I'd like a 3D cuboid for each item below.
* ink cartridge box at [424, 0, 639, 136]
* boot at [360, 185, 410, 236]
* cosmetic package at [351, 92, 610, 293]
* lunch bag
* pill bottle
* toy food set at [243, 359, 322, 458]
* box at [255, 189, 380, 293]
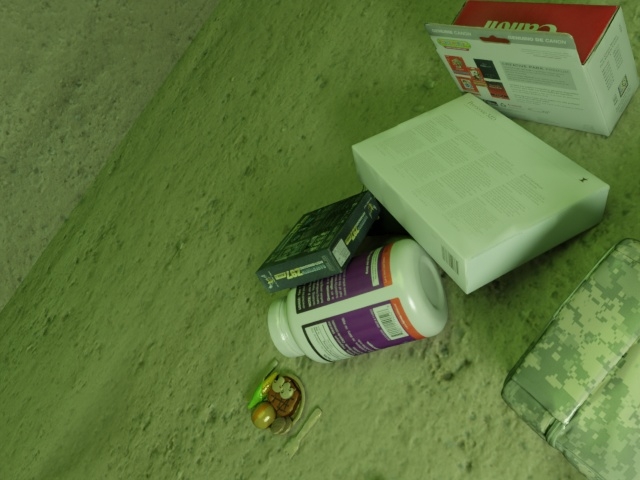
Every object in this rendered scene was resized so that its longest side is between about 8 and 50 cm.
[{"bbox_3d":[0.388,-0.346,1.051,0.309,0.272,0.130,27,82,44],"label":"ink cartridge box"},{"bbox_3d":[0.177,-0.112,1.207,0.178,0.085,0.236,7,75,38],"label":"boot"},{"bbox_3d":[0.272,-0.109,1.045,0.284,0.097,0.377,-27,46,-9],"label":"cosmetic package"},{"bbox_3d":[0.429,0.193,0.732,0.305,0.212,0.256,-51,45,3],"label":"lunch bag"},{"bbox_3d":[0.064,0.126,1.080,0.323,0.181,0.181,-20,53,28],"label":"pill bottle"},{"bbox_3d":[-0.089,0.337,1.171,0.132,0.038,0.192,-53,45,-1],"label":"toy food set"},{"bbox_3d":[0.000,0.000,1.127,0.183,0.059,0.233,-18,22,34],"label":"box"}]
